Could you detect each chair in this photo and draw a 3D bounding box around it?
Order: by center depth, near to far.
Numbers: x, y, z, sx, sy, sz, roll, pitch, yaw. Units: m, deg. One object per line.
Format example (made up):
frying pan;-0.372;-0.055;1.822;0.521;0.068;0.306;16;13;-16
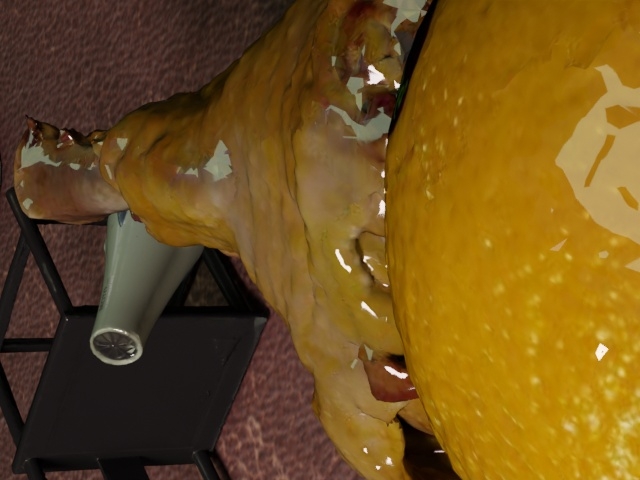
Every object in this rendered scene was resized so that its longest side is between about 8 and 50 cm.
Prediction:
chair;-0.123;0.095;0.957;0.260;0.154;0.141;56;134;43

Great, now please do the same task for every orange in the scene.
orange;0.151;-0.010;0.435;0.274;0.274;0.274;-2;88;57

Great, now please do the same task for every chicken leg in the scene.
chicken leg;0.000;0.000;0.715;0.409;0.182;0.295;-4;106;39

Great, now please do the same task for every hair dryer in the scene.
hair dryer;-0.061;-0.003;0.866;0.199;0.067;0.167;-17;37;38
